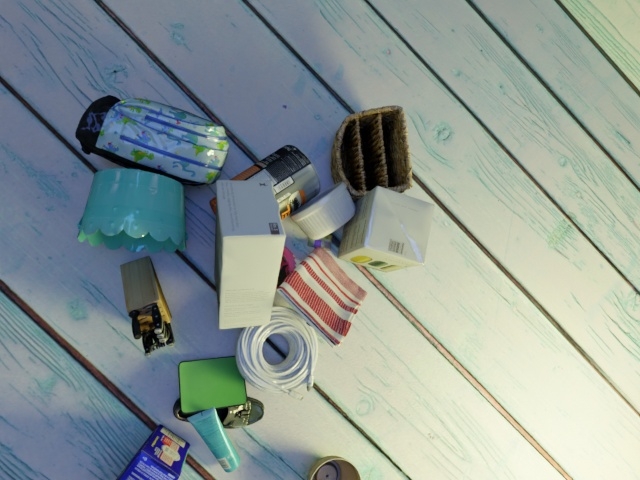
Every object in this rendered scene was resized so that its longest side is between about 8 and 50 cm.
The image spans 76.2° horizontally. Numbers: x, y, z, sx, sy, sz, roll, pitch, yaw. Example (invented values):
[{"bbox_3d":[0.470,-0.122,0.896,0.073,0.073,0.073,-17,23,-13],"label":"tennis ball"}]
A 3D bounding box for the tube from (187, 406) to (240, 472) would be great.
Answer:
[{"bbox_3d":[-0.295,0.567,1.162,0.080,0.052,0.207,-25,109,-7],"label":"tube"}]

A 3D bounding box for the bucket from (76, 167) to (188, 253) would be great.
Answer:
[{"bbox_3d":[-0.511,-0.074,1.141,0.282,0.281,0.182,5,78,-15],"label":"bucket"}]

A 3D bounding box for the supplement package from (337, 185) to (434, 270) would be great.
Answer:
[{"bbox_3d":[0.202,-0.024,1.326,0.200,0.263,0.197,16,76,-12],"label":"supplement package"}]

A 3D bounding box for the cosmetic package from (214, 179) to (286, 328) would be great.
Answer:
[{"bbox_3d":[-0.206,0.047,1.114,0.156,0.384,0.217,-3,45,-17],"label":"cosmetic package"}]

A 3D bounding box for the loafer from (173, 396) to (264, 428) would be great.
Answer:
[{"bbox_3d":[-0.293,0.506,1.192,0.268,0.084,0.096,8,79,-14],"label":"loafer"}]

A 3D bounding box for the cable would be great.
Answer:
[{"bbox_3d":[-0.131,0.334,1.256,0.257,0.089,0.256,21,69,-15],"label":"cable"}]

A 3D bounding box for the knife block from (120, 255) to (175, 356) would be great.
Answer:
[{"bbox_3d":[-0.478,0.170,1.117,0.088,0.242,0.275,-20,86,-19],"label":"knife block"}]

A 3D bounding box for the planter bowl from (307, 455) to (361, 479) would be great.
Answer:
[{"bbox_3d":[0.030,0.726,1.230,0.162,0.109,0.161,3,79,-15],"label":"planter bowl"}]

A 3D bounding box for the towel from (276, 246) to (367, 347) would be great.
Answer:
[{"bbox_3d":[0.019,0.155,1.241,0.237,0.329,0.037,45,117,0],"label":"towel"}]

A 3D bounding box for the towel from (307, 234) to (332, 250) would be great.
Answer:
[{"bbox_3d":[0.000,0.000,1.399,0.083,0.009,0.060,14,78,-13],"label":"towel"}]

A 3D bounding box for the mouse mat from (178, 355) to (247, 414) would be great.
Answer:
[{"bbox_3d":[-0.315,0.418,1.196,0.190,0.007,0.152,0,53,-23],"label":"mouse mat"}]

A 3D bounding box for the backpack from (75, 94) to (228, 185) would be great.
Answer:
[{"bbox_3d":[-0.450,-0.283,1.186,0.356,0.290,0.273,33,91,-14],"label":"backpack"}]

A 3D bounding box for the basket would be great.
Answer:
[{"bbox_3d":[0.159,-0.286,1.382,0.214,0.223,0.298,-1,82,-16],"label":"basket"}]

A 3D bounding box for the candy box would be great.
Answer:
[{"bbox_3d":[-0.482,0.659,1.018,0.122,0.268,0.317,38,74,-3],"label":"candy box"}]

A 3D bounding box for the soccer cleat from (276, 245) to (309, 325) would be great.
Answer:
[{"bbox_3d":[-0.065,0.138,1.318,0.116,0.143,0.331,-44,74,24],"label":"soccer cleat"}]

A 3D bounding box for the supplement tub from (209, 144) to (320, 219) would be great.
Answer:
[{"bbox_3d":[-0.173,-0.145,1.281,0.316,0.193,0.193,-36,91,-17],"label":"supplement tub"}]

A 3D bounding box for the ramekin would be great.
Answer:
[{"bbox_3d":[0.017,-0.091,1.323,0.207,0.207,0.109,-38,101,-18],"label":"ramekin"}]
